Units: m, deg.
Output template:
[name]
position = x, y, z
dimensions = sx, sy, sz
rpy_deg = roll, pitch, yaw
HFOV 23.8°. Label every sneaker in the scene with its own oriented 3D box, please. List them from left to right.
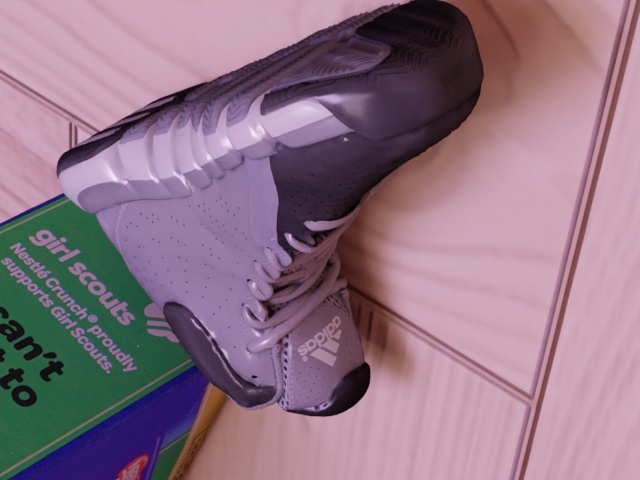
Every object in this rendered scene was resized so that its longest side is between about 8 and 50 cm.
[sneaker]
position = 0.000, 0.000, 0.537
dimensions = 0.228, 0.086, 0.132
rpy_deg = -9, 111, 58

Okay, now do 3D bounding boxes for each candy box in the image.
[candy box]
position = -0.210, 0.149, 0.648
dimensions = 0.122, 0.317, 0.268
rpy_deg = 44, 138, 16
